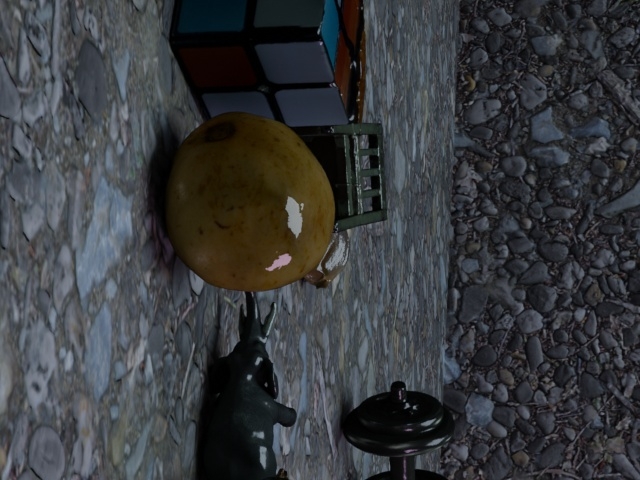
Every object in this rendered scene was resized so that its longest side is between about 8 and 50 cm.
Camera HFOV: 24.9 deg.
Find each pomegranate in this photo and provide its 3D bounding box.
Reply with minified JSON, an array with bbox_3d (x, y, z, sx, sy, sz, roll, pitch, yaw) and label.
[{"bbox_3d":[-0.073,-0.026,1.474,0.196,0.196,0.196,-1,90,-79],"label":"pomegranate"}]

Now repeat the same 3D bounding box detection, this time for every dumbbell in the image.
[{"bbox_3d":[0.136,0.372,2.428,0.192,0.192,0.290,-61,149,-68],"label":"dumbbell"}]

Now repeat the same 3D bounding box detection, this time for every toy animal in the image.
[{"bbox_3d":[-0.078,0.182,1.638,0.137,0.082,0.270,68,25,-64],"label":"toy animal"}]

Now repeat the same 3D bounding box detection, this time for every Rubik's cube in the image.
[{"bbox_3d":[-0.052,-0.239,1.579,0.180,0.167,0.183,66,25,-60],"label":"Rubik's cube"}]

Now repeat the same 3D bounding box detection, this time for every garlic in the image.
[{"bbox_3d":[0.008,0.001,2.115,0.084,0.066,0.152,55,38,-67],"label":"garlic"}]

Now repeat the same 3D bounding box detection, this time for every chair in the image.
[{"bbox_3d":[-0.018,-0.079,1.786,0.270,0.147,0.136,-19,106,-75],"label":"chair"}]

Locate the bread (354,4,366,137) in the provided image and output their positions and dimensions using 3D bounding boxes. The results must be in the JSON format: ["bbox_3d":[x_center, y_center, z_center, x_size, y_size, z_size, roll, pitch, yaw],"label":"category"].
[{"bbox_3d":[0.000,-0.233,1.948,0.134,0.129,0.260,5,86,-80],"label":"bread"}]

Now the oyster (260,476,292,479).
[{"bbox_3d":[-0.081,0.309,1.449,0.337,0.197,0.133,10,66,-61],"label":"oyster"}]

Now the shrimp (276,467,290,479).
[{"bbox_3d":[-0.055,0.375,1.864,0.091,0.043,0.184,-84,175,-64],"label":"shrimp"}]
